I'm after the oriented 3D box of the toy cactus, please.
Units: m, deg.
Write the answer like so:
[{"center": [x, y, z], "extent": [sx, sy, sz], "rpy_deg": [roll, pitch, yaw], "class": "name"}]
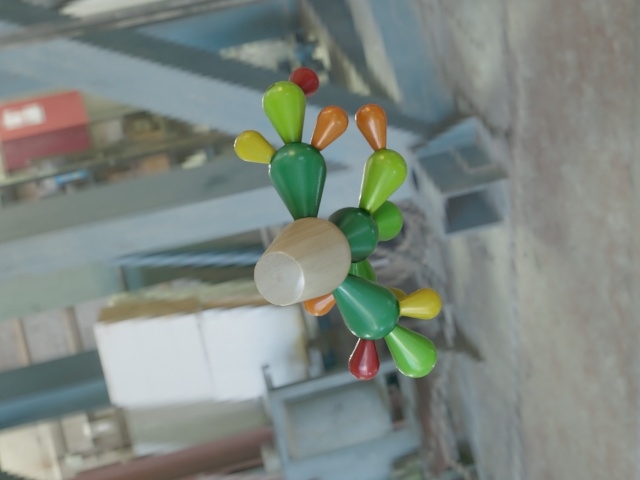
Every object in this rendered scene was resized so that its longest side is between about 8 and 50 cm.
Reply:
[{"center": [0.000, 0.000, 0.985], "extent": [0.180, 0.112, 0.219], "rpy_deg": [-31, -74, -64], "class": "toy cactus"}]
